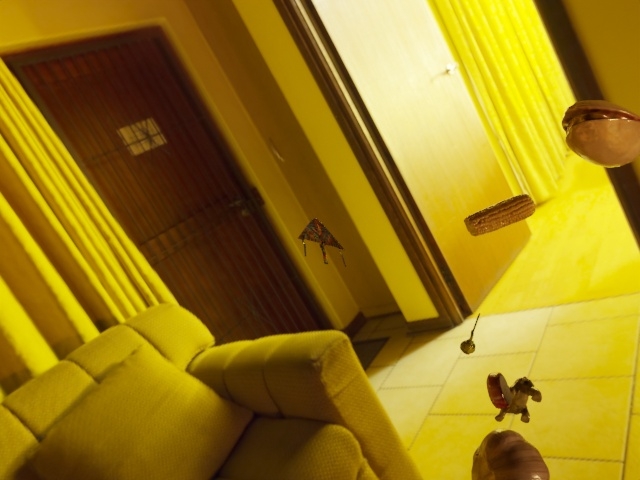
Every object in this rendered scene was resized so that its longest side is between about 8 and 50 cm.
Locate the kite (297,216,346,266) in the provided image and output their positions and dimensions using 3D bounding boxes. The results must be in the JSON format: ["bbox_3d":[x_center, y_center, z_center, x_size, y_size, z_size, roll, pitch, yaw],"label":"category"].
[{"bbox_3d":[0.000,0.000,1.372,0.183,0.160,0.010,16,-41,-40],"label":"kite"}]

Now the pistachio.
[{"bbox_3d":[0.868,-0.332,1.470,0.318,0.193,0.214,9,-17,-35],"label":"pistachio"}]

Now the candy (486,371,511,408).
[{"bbox_3d":[0.518,0.434,1.389,0.043,0.103,0.103,-22,13,31],"label":"candy"}]

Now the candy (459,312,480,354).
[{"bbox_3d":[0.379,0.232,1.196,0.035,0.123,0.035,1,26,-14],"label":"candy"}]

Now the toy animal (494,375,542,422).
[{"bbox_3d":[0.648,0.529,1.580,0.103,0.219,0.101,16,35,16],"label":"toy animal"}]

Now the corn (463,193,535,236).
[{"bbox_3d":[0.635,-0.089,1.699,0.244,0.093,0.093,-21,11,2],"label":"corn"}]

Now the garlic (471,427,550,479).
[{"bbox_3d":[0.682,0.841,1.714,0.317,0.259,0.317,-165,90,-69],"label":"garlic"}]
